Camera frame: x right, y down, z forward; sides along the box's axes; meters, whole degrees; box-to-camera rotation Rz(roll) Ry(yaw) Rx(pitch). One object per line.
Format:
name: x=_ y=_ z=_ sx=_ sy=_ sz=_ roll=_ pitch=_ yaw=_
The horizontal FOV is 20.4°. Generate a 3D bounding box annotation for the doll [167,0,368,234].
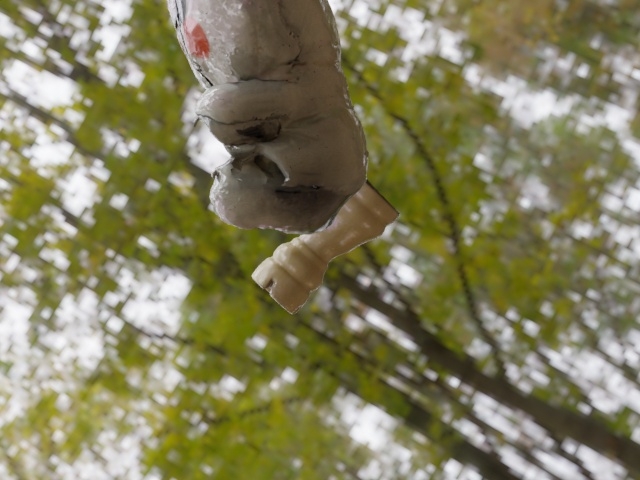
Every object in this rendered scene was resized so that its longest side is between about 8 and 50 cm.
doll: x=-0.031 y=-0.096 z=1.023 sx=0.149 sy=0.095 sz=0.192 roll=-3 pitch=-100 yaw=-84

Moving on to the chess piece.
chess piece: x=0.000 y=0.000 z=1.452 sx=0.122 sy=0.066 sz=0.066 roll=-45 pitch=-31 yaw=-1
